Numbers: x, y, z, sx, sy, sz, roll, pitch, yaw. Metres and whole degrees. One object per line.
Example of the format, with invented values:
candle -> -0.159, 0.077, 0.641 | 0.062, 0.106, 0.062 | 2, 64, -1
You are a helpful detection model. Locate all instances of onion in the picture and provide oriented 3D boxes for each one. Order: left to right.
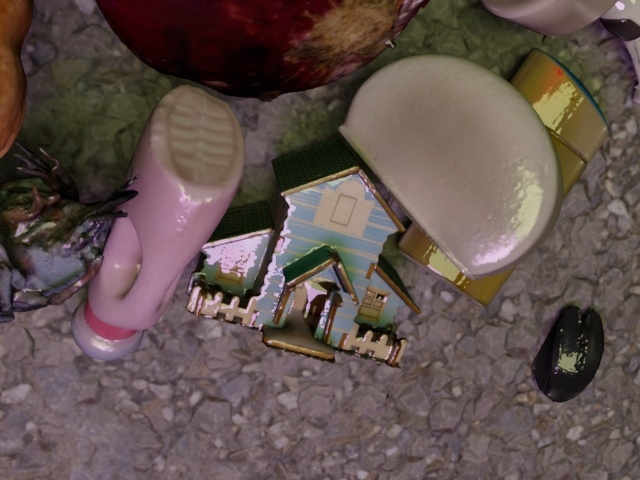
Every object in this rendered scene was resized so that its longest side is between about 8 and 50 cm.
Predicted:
onion -> -0.070, -0.322, 0.658 | 0.348, 0.348, 0.385 | -31, 72, -2

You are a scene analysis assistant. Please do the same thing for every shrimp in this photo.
shrimp -> -0.283, 0.018, 0.667 | 0.137, 0.372, 0.172 | 34, 58, -20

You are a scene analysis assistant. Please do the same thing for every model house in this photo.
model house -> 0.000, 0.000, 0.793 | 0.271, 0.178, 0.206 | 17, 106, -11

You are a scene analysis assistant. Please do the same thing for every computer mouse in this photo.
computer mouse -> 0.329, 0.152, 0.956 | 0.079, 0.047, 0.135 | 13, 99, -14

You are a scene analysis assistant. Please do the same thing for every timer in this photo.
timer -> 0.326, -0.273, 0.819 | 0.266, 0.175, 0.175 | 21, 99, -33

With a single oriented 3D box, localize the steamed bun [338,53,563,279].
steamed bun -> 0.152, -0.089, 0.769 | 0.164, 0.146, 0.241 | -42, 75, 15

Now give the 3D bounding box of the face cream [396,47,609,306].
face cream -> 0.223, -0.071, 0.870 | 0.139, 0.067, 0.285 | 33, 96, -11

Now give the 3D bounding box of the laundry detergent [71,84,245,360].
laundry detergent -> -0.172, 0.011, 0.722 | 0.088, 0.159, 0.335 | 16, 136, -21

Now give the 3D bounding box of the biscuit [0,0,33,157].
biscuit -> -0.397, -0.172, 0.561 | 0.350, 0.078, 0.455 | 19, 80, -5
